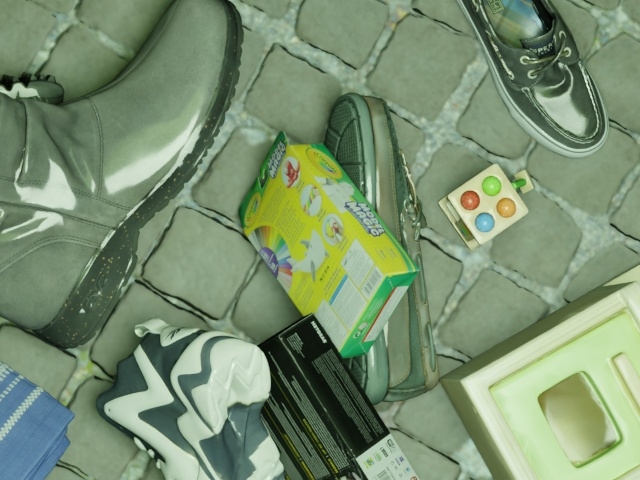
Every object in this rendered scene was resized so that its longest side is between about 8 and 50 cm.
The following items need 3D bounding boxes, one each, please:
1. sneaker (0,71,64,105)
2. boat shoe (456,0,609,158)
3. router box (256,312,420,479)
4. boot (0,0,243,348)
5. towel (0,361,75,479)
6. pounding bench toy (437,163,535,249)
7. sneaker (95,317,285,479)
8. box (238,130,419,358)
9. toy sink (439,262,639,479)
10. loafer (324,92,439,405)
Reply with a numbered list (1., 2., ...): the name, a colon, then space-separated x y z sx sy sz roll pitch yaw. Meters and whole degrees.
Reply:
1. sneaker: -0.322 -0.070 1.445 0.234 0.078 0.106 -20 105 -15
2. boat shoe: 0.184 -0.177 1.493 0.080 0.076 0.228 -27 88 -6
3. router box: -0.003 0.161 1.419 0.046 0.133 0.179 -31 89 -34
4. boot: -0.217 -0.094 1.388 0.222 0.118 0.338 31 81 -31
5. towel: -0.372 0.116 1.355 0.336 0.243 0.040 33 115 -1
6. pounding bench toy: 0.154 -0.038 1.484 0.083 0.065 0.052 -34 89 -7
7. sneaker: -0.117 0.168 1.441 0.094 0.153 0.235 -30 128 -35
8. box: 0.000 0.000 1.426 0.043 0.105 0.179 -7 49 -42
9. toy sink: 0.244 0.126 1.446 0.234 0.131 0.153 -28 89 -7
10. loafer: 0.054 0.007 1.471 0.084 0.096 0.268 -3 92 -25
